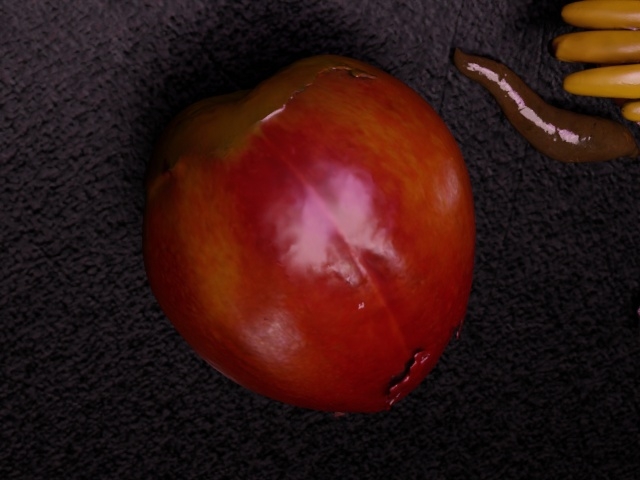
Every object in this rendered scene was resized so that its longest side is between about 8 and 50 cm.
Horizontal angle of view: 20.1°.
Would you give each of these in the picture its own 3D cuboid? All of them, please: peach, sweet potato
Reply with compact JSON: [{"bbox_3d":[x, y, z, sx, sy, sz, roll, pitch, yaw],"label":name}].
[{"bbox_3d":[0.000,0.000,1.821,0.370,0.370,0.370,-3,110,-9],"label":"peach"},{"bbox_3d":[0.245,-0.131,1.967,0.249,0.059,0.069,25,84,-14],"label":"sweet potato"}]

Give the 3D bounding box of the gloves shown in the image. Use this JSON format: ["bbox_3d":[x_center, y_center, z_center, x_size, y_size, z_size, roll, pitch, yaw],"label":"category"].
[{"bbox_3d":[0.381,-0.197,1.852,0.294,0.116,0.133,7,69,4],"label":"gloves"}]

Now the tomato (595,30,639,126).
[{"bbox_3d":[0.405,-0.214,1.930,0.225,0.085,0.225,-1,101,-6],"label":"tomato"}]

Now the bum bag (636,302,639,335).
[{"bbox_3d":[0.418,0.099,2.091,0.124,0.034,0.058,22,96,-17],"label":"bum bag"}]
